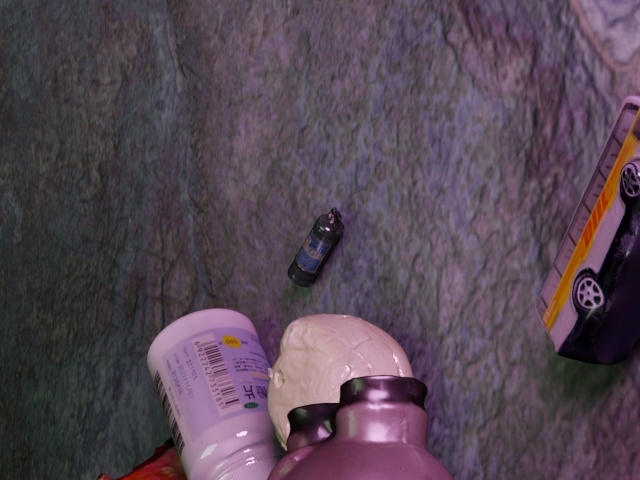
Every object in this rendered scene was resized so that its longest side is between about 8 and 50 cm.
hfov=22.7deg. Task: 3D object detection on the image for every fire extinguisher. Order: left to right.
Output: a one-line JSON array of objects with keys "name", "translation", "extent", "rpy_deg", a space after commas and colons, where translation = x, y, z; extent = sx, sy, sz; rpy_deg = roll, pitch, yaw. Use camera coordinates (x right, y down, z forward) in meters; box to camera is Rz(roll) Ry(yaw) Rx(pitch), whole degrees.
[{"name": "fire extinguisher", "translation": [0.000, 0.000, 1.316], "extent": [0.038, 0.025, 0.083], "rpy_deg": [-87, 21, -48]}]

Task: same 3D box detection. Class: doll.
[{"name": "doll", "translation": [0.025, 0.209, 0.860], "extent": [0.182, 0.117, 0.257], "rpy_deg": [-37, 56, 53]}]

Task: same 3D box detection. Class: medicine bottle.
[{"name": "medicine bottle", "translation": [-0.076, 0.156, 1.358], "extent": [0.103, 0.102, 0.187], "rpy_deg": [-61, 39, 37]}]

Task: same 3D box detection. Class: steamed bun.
[{"name": "steamed bun", "translation": [0.022, 0.116, 1.208], "extent": [0.130, 0.091, 0.112], "rpy_deg": [40, 116, 55]}]

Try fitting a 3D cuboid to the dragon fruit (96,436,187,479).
[{"name": "dragon fruit", "translation": [-0.137, 0.313, 1.433], "extent": [0.189, 0.163, 0.262], "rpy_deg": [0, 88, 32]}]

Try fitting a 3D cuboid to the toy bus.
[{"name": "toy bus", "translation": [0.188, -0.007, 0.973], "extent": [0.072, 0.057, 0.172], "rpy_deg": [-119, 41, -54]}]
